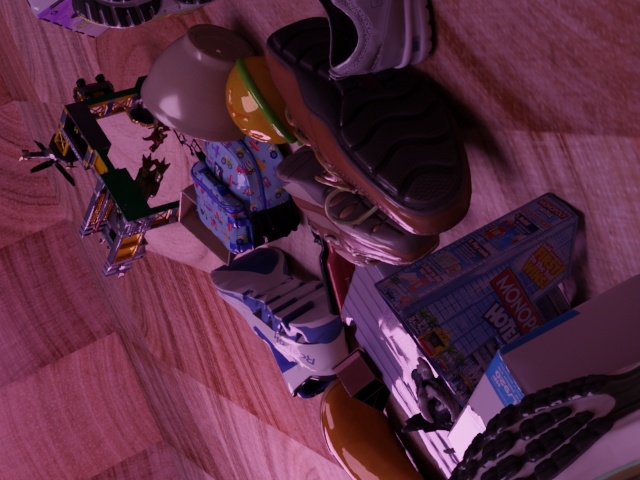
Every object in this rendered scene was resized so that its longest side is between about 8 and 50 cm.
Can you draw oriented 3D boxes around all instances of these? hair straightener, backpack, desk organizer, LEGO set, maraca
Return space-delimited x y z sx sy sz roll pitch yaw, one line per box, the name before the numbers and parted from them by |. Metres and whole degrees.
hair straightener | 0.000 0.000 1.973 0.089 0.047 0.230 21 135 63
backpack | -0.112 -0.091 2.049 0.158 0.117 0.173 48 153 37
desk organizer | 0.067 0.193 1.961 0.050 0.047 0.130 56 -171 26
LEGO set | -0.309 -0.094 2.355 0.331 0.255 0.192 50 142 16
maraca | -0.064 -0.176 1.844 0.127 0.099 0.186 62 -173 10

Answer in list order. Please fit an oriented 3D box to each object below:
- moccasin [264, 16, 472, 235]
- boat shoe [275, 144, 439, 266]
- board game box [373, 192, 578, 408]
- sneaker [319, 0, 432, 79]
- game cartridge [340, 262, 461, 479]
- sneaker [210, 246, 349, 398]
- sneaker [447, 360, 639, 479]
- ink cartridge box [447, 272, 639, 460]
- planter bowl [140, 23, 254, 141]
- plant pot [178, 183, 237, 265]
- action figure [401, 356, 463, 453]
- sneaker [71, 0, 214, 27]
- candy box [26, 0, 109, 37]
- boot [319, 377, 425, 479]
moccasin | 0.047 -0.108 1.560 0.380 0.139 0.147 42 153 48
boat shoe | 0.058 -0.032 1.692 0.116 0.123 0.324 65 169 -26
board game box | 0.180 0.056 1.396 0.194 0.194 0.060 53 177 -37
sneaker | 0.030 -0.284 1.407 0.105 0.115 0.281 33 145 57
game cartridge | 0.150 0.179 1.800 0.355 0.068 0.230 57 157 18
sneaker | -0.051 0.139 2.170 0.315 0.127 0.182 30 140 56
sneaker | 0.263 0.192 1.115 0.182 0.410 0.158 53 -153 -13
ink cartridge box | 0.250 0.177 1.349 0.168 0.171 0.232 57 160 19
planter bowl | -0.150 -0.224 1.944 0.162 0.162 0.109 50 130 34
plant pot | -0.144 -0.047 2.195 0.109 0.096 0.109 41 157 12
action figure | 0.168 0.142 1.545 0.141 0.164 0.275 -123 23 -55
sneaker | -0.227 -0.324 1.923 0.094 0.209 0.081 180 82 -83
candy box | -0.305 -0.366 2.001 0.070 0.165 0.196 60 -168 8
boot | 0.120 0.340 2.054 0.211 0.104 0.295 21 139 56
